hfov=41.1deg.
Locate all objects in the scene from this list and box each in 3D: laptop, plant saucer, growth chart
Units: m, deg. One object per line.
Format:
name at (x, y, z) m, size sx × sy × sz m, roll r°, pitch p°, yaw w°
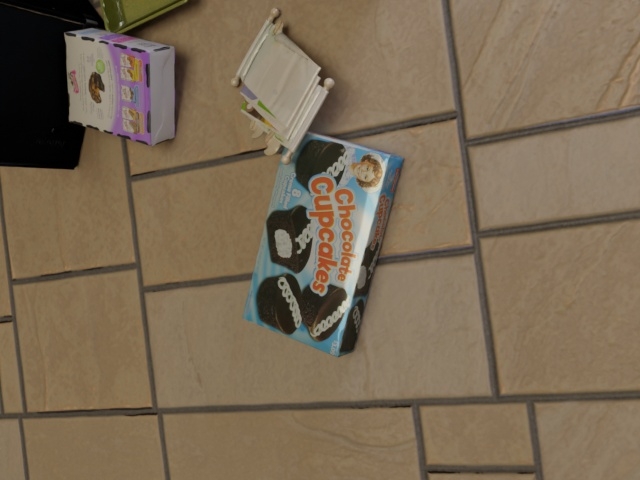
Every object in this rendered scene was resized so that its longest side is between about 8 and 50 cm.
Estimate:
laptop at (-0.587, -0.357, 1.462) m, size 0.236 × 0.382 × 0.408 m, roll -43°, pitch 73°, yaw 22°
plant saucer at (-0.310, -0.471, 1.502) m, size 0.188 × 0.045 × 0.188 m, roll -16°, pitch 84°, yaw 28°
growth chart at (-0.070, -0.243, 1.358) m, size 0.172 × 0.021 × 0.237 m, roll -53°, pitch 50°, yaw 22°

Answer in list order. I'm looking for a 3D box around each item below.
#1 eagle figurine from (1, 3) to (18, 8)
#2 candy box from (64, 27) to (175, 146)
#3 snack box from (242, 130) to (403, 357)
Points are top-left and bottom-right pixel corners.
eagle figurine at (-0.711, -0.359, 1.632) m, size 0.298 × 0.226 × 0.225 m, roll -53°, pitch 31°, yaw 2°
candy box at (-0.350, -0.271, 1.492) m, size 0.196 × 0.070 × 0.165 m, roll 18°, pitch 119°, yaw 26°
snack box at (0.000, 0.000, 1.347) m, size 0.187 × 0.060 × 0.322 m, roll 18°, pitch 100°, yaw 27°
